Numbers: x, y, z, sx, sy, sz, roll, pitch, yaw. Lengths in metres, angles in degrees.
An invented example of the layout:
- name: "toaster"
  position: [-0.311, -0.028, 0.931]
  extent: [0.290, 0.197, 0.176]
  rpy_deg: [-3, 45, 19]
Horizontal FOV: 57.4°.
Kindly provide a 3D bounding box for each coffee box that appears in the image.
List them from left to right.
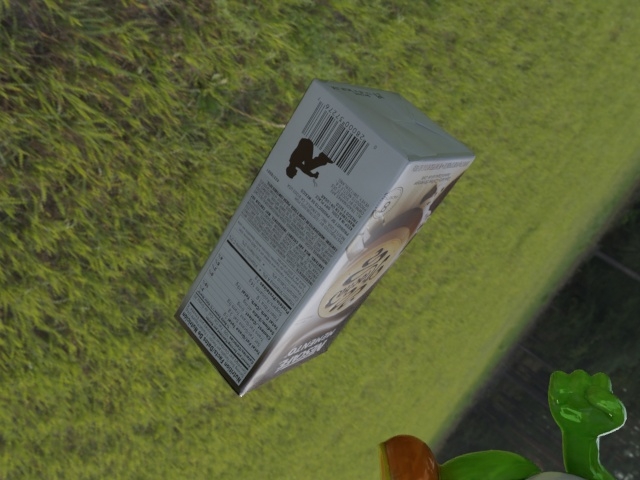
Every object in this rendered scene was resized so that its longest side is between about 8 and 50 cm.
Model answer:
- name: "coffee box"
  position: [0.000, 0.000, 0.594]
  extent: [0.168, 0.119, 0.297]
  rpy_deg: [-15, 145, -56]

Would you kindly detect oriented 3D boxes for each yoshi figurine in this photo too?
- name: "yoshi figurine"
  position: [0.228, 0.207, 0.410]
  extent: [0.203, 0.362, 0.203]
  rpy_deg: [-82, 171, -87]
